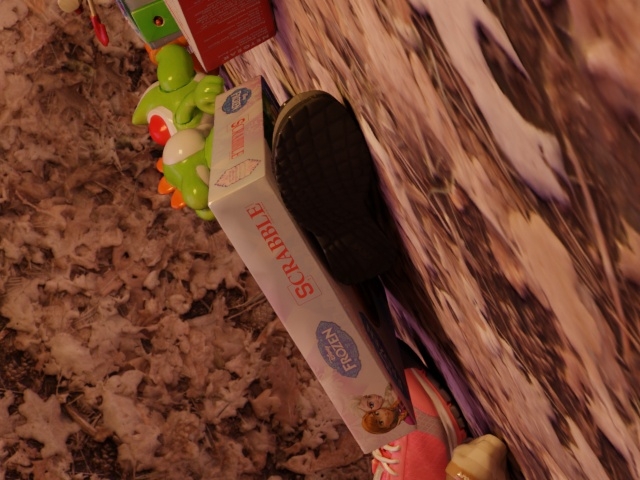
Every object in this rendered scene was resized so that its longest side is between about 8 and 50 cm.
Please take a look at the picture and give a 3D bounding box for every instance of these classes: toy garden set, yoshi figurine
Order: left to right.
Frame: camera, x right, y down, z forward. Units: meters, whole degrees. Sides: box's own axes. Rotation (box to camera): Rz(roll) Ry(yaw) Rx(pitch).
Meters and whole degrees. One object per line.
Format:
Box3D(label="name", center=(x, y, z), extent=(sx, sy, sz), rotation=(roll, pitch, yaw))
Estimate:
Box3D(label="toy garden set", center=(-0.255, -0.352, 1.394), extent=(0.049, 0.204, 0.244), rotation=(-83, -29, -58))
Box3D(label="yoshi figurine", center=(-0.171, -0.201, 1.889), extent=(0.203, 0.204, 0.362), rotation=(-53, 41, 42))

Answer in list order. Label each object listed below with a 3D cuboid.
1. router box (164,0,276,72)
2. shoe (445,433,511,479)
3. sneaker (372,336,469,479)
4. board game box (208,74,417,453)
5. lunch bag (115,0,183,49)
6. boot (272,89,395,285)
Box3D(label="router box", center=(-0.166, -0.354, 1.023), extent=(0.335, 0.082, 0.301), rotation=(60, 176, 13))
Box3D(label="shoe", center=(0.176, 0.246, 1.245), extent=(0.076, 0.058, 0.219), rotation=(27, 171, 14))
Box3D(label="sneaker", center=(0.116, 0.261, 1.442), extent=(0.314, 0.136, 0.116), rotation=(63, 174, -26))
Box3D(label="board game box", center=(-0.011, 0.013, 1.242), extent=(0.318, 0.066, 0.318), rotation=(59, -170, -24))
Box3D(label="lunch bag", center=(-0.252, -0.407, 1.526), extent=(0.224, 0.108, 0.279), rotation=(-117, 1, -61))
Box3D(label="boot", center=(-0.010, -0.079, 1.079), extent=(0.246, 0.083, 0.161), rotation=(68, 177, -51))
